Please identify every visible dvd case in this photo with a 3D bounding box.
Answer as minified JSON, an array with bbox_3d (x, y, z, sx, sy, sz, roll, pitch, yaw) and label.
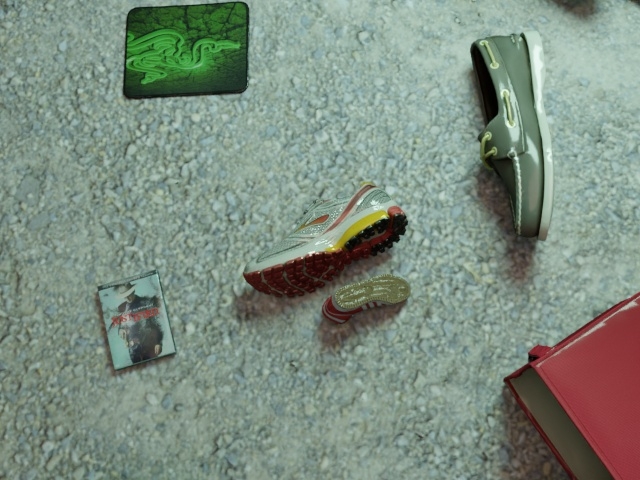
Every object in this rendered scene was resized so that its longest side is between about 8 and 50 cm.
[{"bbox_3d":[-0.249,0.107,1.016,0.087,0.013,0.119,-16,74,0],"label":"dvd case"}]

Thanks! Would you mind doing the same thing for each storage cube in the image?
[{"bbox_3d":[0.357,0.181,0.862,0.193,0.183,0.215,-33,74,-6],"label":"storage cube"}]

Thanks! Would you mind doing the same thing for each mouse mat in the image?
[{"bbox_3d":[-0.200,-0.286,1.121,0.190,0.007,0.152,-3,75,5],"label":"mouse mat"}]

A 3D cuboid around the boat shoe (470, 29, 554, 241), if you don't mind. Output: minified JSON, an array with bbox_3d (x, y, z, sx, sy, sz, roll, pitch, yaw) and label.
[{"bbox_3d":[0.253,-0.141,0.997,0.091,0.109,0.304,-1,69,5],"label":"boat shoe"}]

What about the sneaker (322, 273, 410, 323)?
[{"bbox_3d":[0.057,0.078,0.991,0.119,0.067,0.042,-7,70,-29],"label":"sneaker"}]

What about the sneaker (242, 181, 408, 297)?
[{"bbox_3d":[0.000,0.000,1.000,0.225,0.088,0.092,-26,54,-3],"label":"sneaker"}]
